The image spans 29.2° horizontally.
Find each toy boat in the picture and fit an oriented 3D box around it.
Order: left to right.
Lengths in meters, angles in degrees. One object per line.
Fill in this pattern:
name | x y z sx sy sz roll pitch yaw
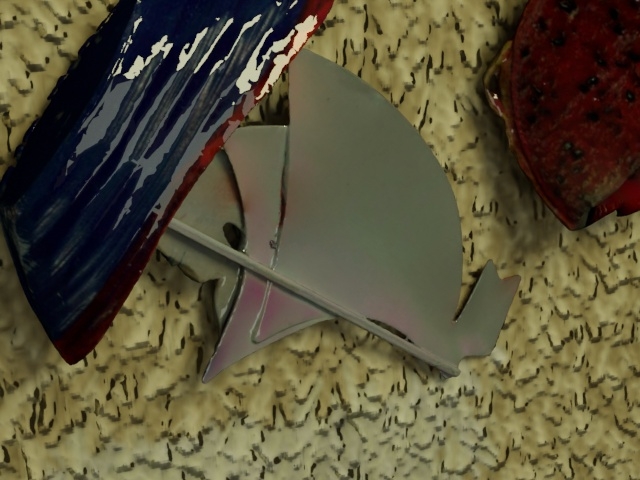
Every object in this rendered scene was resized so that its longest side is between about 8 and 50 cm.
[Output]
toy boat | -0.002 -0.027 0.631 0.318 0.072 0.219 5 108 -28

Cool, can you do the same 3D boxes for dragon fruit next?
dragon fruit | 0.179 -0.095 0.686 0.161 0.120 0.127 -18 72 -44
